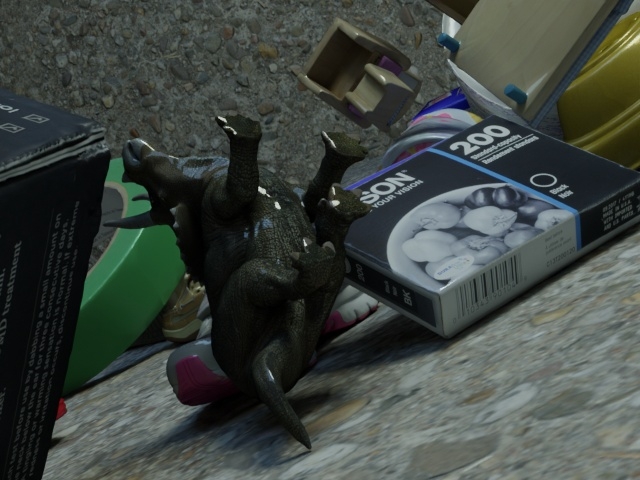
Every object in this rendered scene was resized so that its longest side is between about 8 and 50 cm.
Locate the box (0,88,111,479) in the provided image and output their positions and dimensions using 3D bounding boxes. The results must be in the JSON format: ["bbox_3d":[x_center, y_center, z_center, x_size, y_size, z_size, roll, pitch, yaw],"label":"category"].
[{"bbox_3d":[-0.461,0.034,0.771,0.479,0.297,0.472,20,20,15],"label":"box"}]

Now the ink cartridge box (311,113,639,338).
[{"bbox_3d":[0.090,-0.025,0.949,0.206,0.045,0.208,-28,35,-30],"label":"ink cartridge box"}]

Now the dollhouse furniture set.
[{"bbox_3d":[0.187,-0.159,1.134,0.286,0.198,0.303,-56,38,11],"label":"dollhouse furniture set"}]

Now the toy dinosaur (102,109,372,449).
[{"bbox_3d":[-0.033,0.023,0.855,0.121,0.314,0.160,-2,-45,-29],"label":"toy dinosaur"}]

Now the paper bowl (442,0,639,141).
[{"bbox_3d":[0.268,-0.243,1.397,0.284,0.284,0.148,-23,-37,11],"label":"paper bowl"}]

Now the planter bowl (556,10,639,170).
[{"bbox_3d":[0.281,-0.144,1.195,0.217,0.090,0.217,-40,8,7],"label":"planter bowl"}]

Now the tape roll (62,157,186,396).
[{"bbox_3d":[-0.289,0.044,1.518,0.321,0.077,0.321,-30,31,20],"label":"tape roll"}]

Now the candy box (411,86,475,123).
[{"bbox_3d":[0.283,-0.172,1.606,0.317,0.122,0.268,-22,7,13],"label":"candy box"}]

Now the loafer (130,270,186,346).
[{"bbox_3d":[-0.232,0.081,1.603,0.092,0.102,0.268,-27,15,-40],"label":"loafer"}]

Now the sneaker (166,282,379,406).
[{"bbox_3d":[-0.050,0.045,1.010,0.103,0.111,0.252,-22,6,26],"label":"sneaker"}]

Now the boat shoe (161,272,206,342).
[{"bbox_3d":[-0.119,0.060,1.385,0.068,0.072,0.190,-28,6,-35],"label":"boat shoe"}]

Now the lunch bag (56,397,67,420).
[{"bbox_3d":[-0.391,0.184,1.130,0.258,0.120,0.293,-20,8,47],"label":"lunch bag"}]

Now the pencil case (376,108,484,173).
[{"bbox_3d":[0.125,-0.061,1.283,0.124,0.114,0.273,7,11,10],"label":"pencil case"}]
